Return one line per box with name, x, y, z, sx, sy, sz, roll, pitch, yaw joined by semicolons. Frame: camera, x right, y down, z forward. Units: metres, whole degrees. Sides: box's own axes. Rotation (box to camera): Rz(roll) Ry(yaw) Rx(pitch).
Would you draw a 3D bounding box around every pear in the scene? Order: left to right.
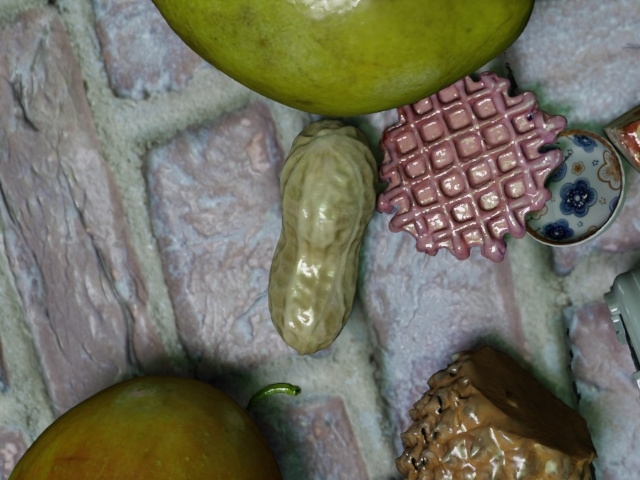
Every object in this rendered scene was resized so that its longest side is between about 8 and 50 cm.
pear;0.022;-0.294;0.810;0.414;0.352;0.351;13;102;12

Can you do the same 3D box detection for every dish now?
dish;0.311;-0.057;0.936;0.141;0.078;0.141;-10;75;44

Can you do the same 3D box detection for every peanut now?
peanut;0.000;0.000;0.965;0.120;0.136;0.298;9;103;5

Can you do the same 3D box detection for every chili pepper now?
chili pepper;-0.068;0.215;1.077;0.083;0.017;0.030;-16;99;12

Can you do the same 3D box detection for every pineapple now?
pineapple;0.163;0.322;0.974;0.223;0.223;0.357;33;115;3

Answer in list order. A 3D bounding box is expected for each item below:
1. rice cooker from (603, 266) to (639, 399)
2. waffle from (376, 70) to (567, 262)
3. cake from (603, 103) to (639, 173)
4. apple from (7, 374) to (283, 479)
rice cooker;0.453;0.113;0.852;0.227;0.280;0.241;-19;137;17
waffle;0.171;-0.089;0.942;0.221;0.055;0.234;27;102;17
cake;0.422;-0.167;0.849;0.160;0.158;0.261;21;101;5
apple;-0.211;0.362;0.973;0.375;0.374;0.383;-1;115;10
